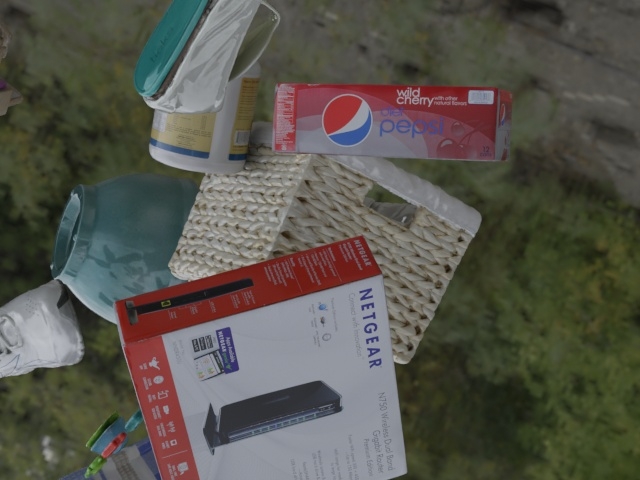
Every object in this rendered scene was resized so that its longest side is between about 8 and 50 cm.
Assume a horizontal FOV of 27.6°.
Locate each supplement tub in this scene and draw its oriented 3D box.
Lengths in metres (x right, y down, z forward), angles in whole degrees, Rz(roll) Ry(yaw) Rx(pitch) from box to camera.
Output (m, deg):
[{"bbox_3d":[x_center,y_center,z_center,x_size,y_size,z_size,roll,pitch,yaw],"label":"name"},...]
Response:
[{"bbox_3d":[-0.165,-0.206,1.888,0.144,0.200,0.144,10,-170,-2],"label":"supplement tub"}]

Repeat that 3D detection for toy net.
[{"bbox_3d":[-0.265,0.238,1.865,0.045,0.232,0.122,42,-160,4],"label":"toy net"}]

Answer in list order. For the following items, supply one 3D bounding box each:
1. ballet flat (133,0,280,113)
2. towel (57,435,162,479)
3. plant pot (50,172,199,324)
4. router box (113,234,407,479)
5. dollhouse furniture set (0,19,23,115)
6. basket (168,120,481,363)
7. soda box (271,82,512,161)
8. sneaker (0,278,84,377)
[{"bbox_3d":[-0.090,-0.323,1.590,0.139,0.400,0.139,27,-157,-12],"label":"ballet flat"},{"bbox_3d":[-0.308,0.427,2.014,0.285,0.034,0.209,-22,-116,-40],"label":"towel"},{"bbox_3d":[-0.356,0.008,2.289,0.196,0.293,0.293,15,-179,-23],"label":"plant pot"},{"bbox_3d":[-0.062,0.180,1.556,0.301,0.335,0.082,-15,-142,-7],"label":"router box"},{"bbox_3d":[-0.518,-0.400,1.991,0.286,0.303,0.198,37,-149,14],"label":"dollhouse furniture set"},{"bbox_3d":[0.000,0.000,1.977,0.328,0.266,0.331,27,170,-31],"label":"basket"},{"bbox_3d":[0.082,-0.136,1.487,0.263,0.083,0.092,4,-175,18],"label":"soda box"},{"bbox_3d":[-0.402,0.134,1.678,0.129,0.111,0.297,-16,172,-39],"label":"sneaker"}]
